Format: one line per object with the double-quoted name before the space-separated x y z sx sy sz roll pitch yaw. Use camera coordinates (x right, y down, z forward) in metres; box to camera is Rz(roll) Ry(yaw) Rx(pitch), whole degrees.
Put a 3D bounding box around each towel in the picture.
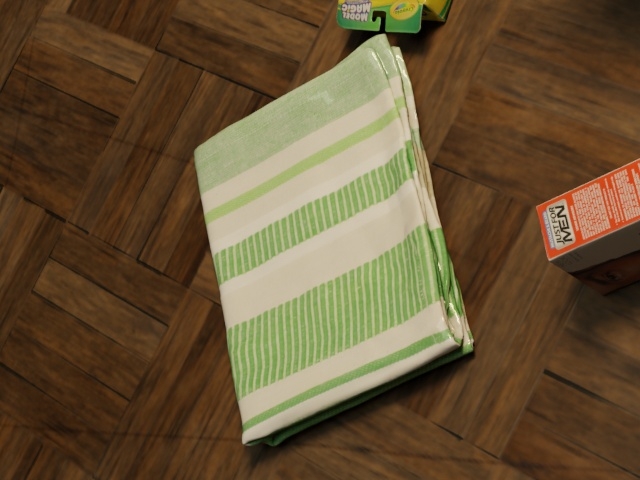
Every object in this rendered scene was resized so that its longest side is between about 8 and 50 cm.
"towel" 0.000 0.000 1.535 0.247 0.038 0.325 -29 56 27

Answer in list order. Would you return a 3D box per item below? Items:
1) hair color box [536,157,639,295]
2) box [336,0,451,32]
"hair color box" 0.261 -0.023 1.304 0.167 0.093 0.053 -25 57 28
"box" 0.084 -0.270 1.581 0.105 0.043 0.179 10 76 40
